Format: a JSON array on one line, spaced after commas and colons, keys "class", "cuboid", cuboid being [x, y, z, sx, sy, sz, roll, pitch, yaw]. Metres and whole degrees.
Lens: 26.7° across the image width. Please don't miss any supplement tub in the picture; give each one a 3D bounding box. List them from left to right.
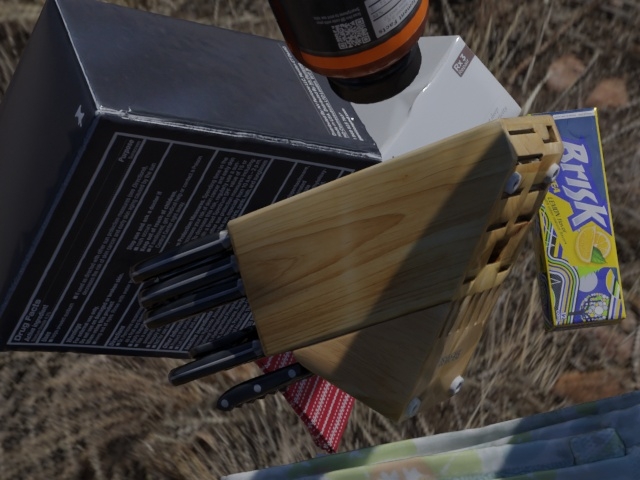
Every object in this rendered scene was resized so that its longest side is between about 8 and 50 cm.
[{"class": "supplement tub", "cuboid": [0.011, -0.181, 0.891, 0.106, 0.198, 0.106, -10, 51, 12]}]

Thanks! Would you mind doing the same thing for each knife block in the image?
[{"class": "knife block", "cuboid": [0.000, 0.000, 0.903, 0.242, 0.088, 0.276, 31, 111, 23]}]

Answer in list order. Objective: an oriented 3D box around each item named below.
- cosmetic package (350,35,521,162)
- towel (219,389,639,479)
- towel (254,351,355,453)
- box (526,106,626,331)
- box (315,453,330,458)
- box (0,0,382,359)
[{"class": "cosmetic package", "cuboid": [0.054, -0.148, 1.814, 0.156, 0.385, 0.217, 44, 72, -32]}, {"class": "towel", "cuboid": [0.100, 0.294, 0.784, 0.320, 0.090, 0.374, -14, 82, 25]}, {"class": "towel", "cuboid": [-0.007, 0.119, 1.660, 0.031, 0.275, 0.199, 6, 59, 28]}, {"class": "box", "cuboid": [0.197, -0.016, 1.059, 0.059, 0.054, 0.169, -6, 80, 0]}, {"class": "box", "cuboid": [0.096, 0.417, 1.705, 0.231, 0.127, 0.262, 2, 63, 16]}, {"class": "box", "cuboid": [-0.156, -0.048, 1.270, 0.294, 0.296, 0.183, 6, 41, -37]}]
